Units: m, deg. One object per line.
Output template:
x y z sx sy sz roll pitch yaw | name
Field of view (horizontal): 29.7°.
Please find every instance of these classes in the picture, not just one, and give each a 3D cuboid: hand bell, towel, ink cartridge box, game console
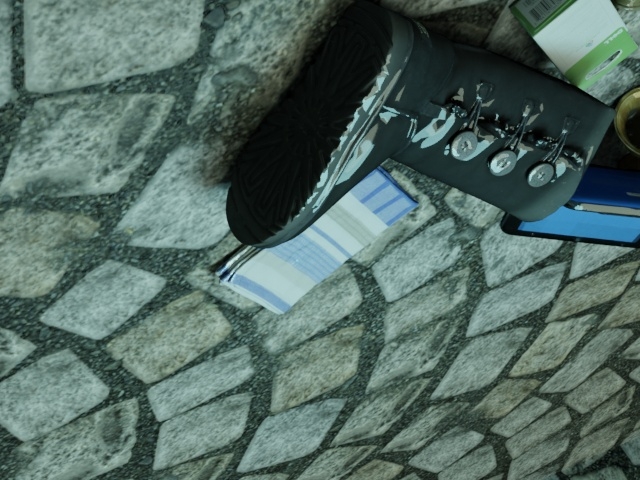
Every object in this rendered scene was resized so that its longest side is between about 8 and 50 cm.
0.531 -0.151 2.016 0.126 0.126 0.242 -29 163 -7 | hand bell
0.000 0.000 1.780 0.285 0.034 0.209 -38 151 9 | towel
0.349 -0.290 1.650 0.109 0.062 0.209 -40 150 13 | ink cartridge box
0.475 -0.027 1.958 0.293 0.250 0.173 5 113 -11 | game console

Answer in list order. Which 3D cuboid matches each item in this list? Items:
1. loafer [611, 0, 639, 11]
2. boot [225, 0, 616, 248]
0.449 -0.365 1.642 0.148 0.056 0.050 -40 142 -21 | loafer
0.141 -0.102 1.609 0.445 0.146 0.367 11 128 -43 | boot
